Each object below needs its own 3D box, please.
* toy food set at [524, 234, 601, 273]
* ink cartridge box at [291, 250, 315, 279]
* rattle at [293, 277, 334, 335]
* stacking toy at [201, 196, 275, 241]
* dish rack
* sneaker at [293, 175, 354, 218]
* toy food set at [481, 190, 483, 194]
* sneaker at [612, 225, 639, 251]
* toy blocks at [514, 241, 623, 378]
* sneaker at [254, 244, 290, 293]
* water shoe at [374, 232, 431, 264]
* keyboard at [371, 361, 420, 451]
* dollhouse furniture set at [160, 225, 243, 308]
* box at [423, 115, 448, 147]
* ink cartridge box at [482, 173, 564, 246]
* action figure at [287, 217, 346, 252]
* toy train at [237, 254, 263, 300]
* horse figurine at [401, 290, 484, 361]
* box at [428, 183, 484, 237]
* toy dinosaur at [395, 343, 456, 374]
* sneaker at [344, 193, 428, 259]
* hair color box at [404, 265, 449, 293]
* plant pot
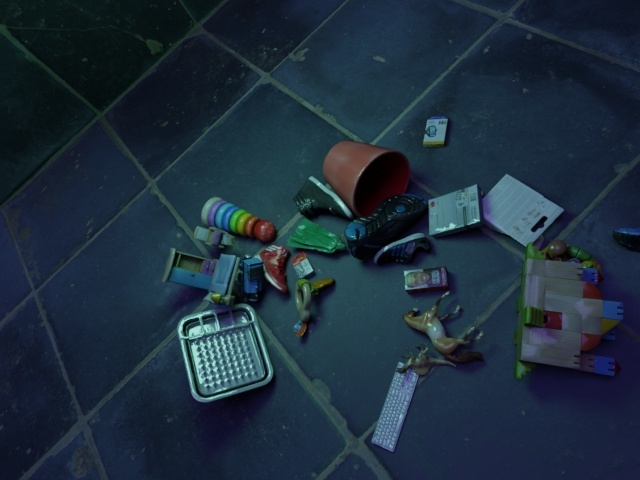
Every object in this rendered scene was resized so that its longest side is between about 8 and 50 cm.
[{"bbox_3d":[0.741,0.059,1.392,0.218,0.071,0.128,32,80,33],"label":"toy food set"},{"bbox_3d":[-0.071,0.094,1.752,0.063,0.029,0.115,-33,57,6],"label":"ink cartridge box"},{"bbox_3d":[-0.025,0.241,1.658,0.130,0.143,0.199,-23,69,49],"label":"rattle"},{"bbox_3d":[-0.332,-0.071,1.904,0.330,0.141,0.141,21,74,24],"label":"stacking toy"},{"bbox_3d":[-0.342,0.402,1.631,0.286,0.072,0.333,-11,54,-21],"label":"dish rack"},{"bbox_3d":[0.004,-0.128,1.796,0.147,0.104,0.296,-47,50,-2],"label":"sneaker"},{"bbox_3d":[0.531,-0.150,1.621,0.083,0.020,0.083,8,69,27],"label":"toy food set"},{"bbox_3d":[0.981,-0.021,1.336,0.221,0.083,0.087,2,52,18],"label":"sneaker"},{"bbox_3d":[0.699,0.211,1.271,0.261,0.191,0.381,6,76,16],"label":"toy blocks"},{"bbox_3d":[-0.159,0.095,1.758,0.128,0.087,0.221,-41,57,1],"label":"sneaker"},{"bbox_3d":[0.285,0.045,1.597,0.203,0.073,0.080,-28,59,9],"label":"water shoe"},{"bbox_3d":[0.235,0.511,1.414,0.072,0.014,0.256,14,71,29],"label":"keyboard"},{"bbox_3d":[-0.431,0.082,1.717,0.303,0.198,0.286,7,81,55],"label":"dollhouse furniture set"},{"bbox_3d":[0.455,-0.428,1.794,0.081,0.028,0.136,4,64,25],"label":"box"},{"bbox_3d":[0.654,-0.094,1.526,0.181,0.056,0.225,-45,61,-4],"label":"ink cartridge box"},{"bbox_3d":[0.000,0.000,1.749,0.232,0.063,0.137,17,71,34],"label":"action figure"},{"bbox_3d":[-0.265,0.148,1.734,0.105,0.080,0.184,26,118,52],"label":"toy train"},{"bbox_3d":[0.391,0.284,1.434,0.174,0.066,0.263,-32,54,-1],"label":"horse figurine"},{"bbox_3d":[0.465,-0.099,1.576,0.186,0.038,0.145,-18,57,38],"label":"box"},{"bbox_3d":[0.323,0.374,1.435,0.183,0.053,0.092,-11,72,6],"label":"toy dinosaur"},{"bbox_3d":[0.237,-0.056,1.650,0.341,0.139,0.125,-27,46,-14],"label":"sneaker"},{"bbox_3d":[0.357,0.134,1.537,0.141,0.043,0.072,-9,62,20],"label":"hair color box"},{"bbox_3d":[0.155,-0.246,1.709,0.275,0.275,0.243,-47,46,-5],"label":"plant pot"}]
